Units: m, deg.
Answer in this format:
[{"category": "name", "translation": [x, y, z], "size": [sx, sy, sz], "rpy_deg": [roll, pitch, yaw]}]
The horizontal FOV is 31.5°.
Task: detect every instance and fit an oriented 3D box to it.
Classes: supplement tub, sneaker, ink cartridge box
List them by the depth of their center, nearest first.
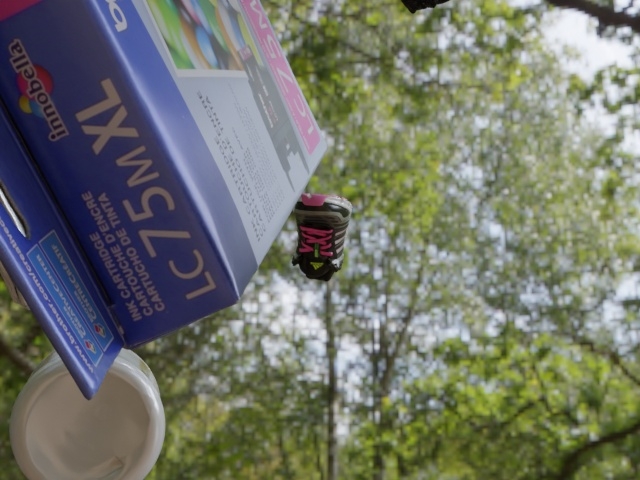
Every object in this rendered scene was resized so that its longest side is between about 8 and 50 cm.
[{"category": "ink cartridge box", "translation": [-0.077, -0.077, 0.507], "size": [0.065, 0.186, 0.311], "rpy_deg": [-22, 13, 17]}, {"category": "supplement tub", "translation": [-0.232, 0.176, 1.146], "size": [0.144, 0.144, 0.200], "rpy_deg": [5, -1, -10]}, {"category": "sneaker", "translation": [0.000, 0.000, 1.256], "size": [0.063, 0.075, 0.170], "rpy_deg": [8, -18, 5]}]

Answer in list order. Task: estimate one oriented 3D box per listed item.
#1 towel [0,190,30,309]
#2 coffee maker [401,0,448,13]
[{"category": "towel", "translation": [-0.273, -0.070, 0.953], "size": [0.034, 0.209, 0.285], "rpy_deg": [-25, 17, -3]}, {"category": "coffee maker", "translation": [0.051, -0.244, 0.577], "size": [0.178, 0.171, 0.120], "rpy_deg": [35, -27, -33]}]
